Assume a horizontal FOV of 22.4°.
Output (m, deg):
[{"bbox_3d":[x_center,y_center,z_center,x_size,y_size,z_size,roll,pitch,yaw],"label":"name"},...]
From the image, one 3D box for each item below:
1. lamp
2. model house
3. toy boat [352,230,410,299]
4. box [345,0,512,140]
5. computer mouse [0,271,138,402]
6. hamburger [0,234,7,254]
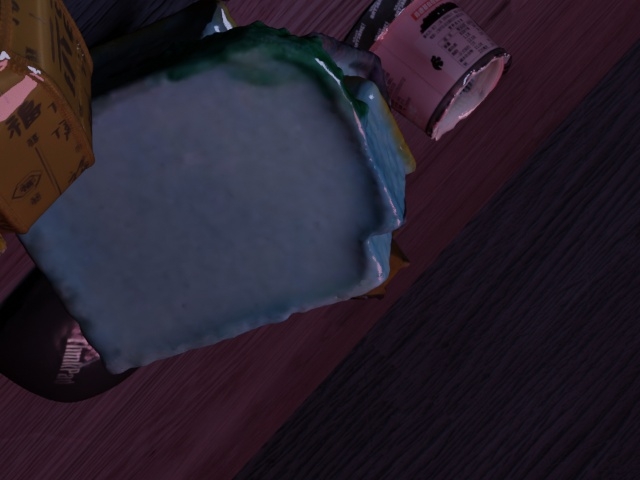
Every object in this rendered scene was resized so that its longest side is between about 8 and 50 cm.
[{"bbox_3d":[-0.206,-0.085,0.883,0.161,0.161,0.185,-45,169,-11],"label":"lamp"},{"bbox_3d":[-0.076,-0.084,1.204,0.281,0.230,0.248,-18,-148,18],"label":"model house"},{"bbox_3d":[0.000,0.000,1.967,0.089,0.121,0.321,-51,154,17],"label":"toy boat"},{"bbox_3d":[0.114,-0.191,1.701,0.151,0.135,0.151,-45,167,-14],"label":"box"},{"bbox_3d":[-0.207,0.082,1.550,0.170,0.100,0.269,-46,168,7],"label":"computer mouse"},{"bbox_3d":[-0.312,0.041,0.976,0.124,0.131,0.262,-10,-155,44],"label":"hamburger"}]
